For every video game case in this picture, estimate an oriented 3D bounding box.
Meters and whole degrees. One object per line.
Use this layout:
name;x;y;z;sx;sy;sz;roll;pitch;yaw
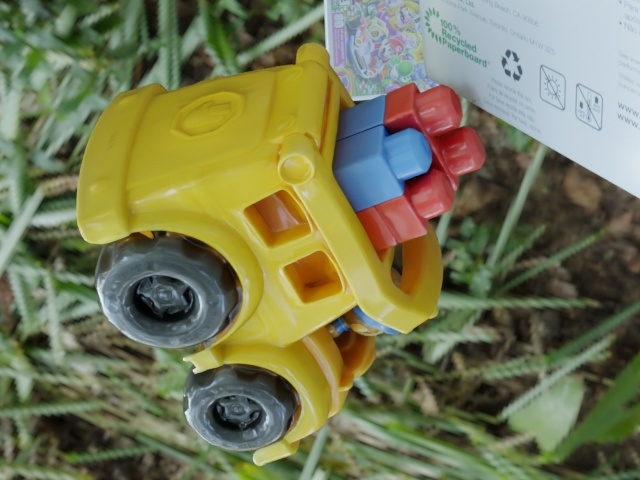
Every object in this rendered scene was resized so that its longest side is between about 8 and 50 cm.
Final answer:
video game case;0.065;-0.150;1.060;0.122;0.011;0.087;-6;113;-7

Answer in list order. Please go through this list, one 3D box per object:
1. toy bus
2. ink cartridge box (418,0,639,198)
toy bus;0.000;0.000;0.812;0.212;0.149;0.220;-18;125;17
ink cartridge box;0.148;-0.169;0.616;0.324;0.071;0.330;39;145;48
